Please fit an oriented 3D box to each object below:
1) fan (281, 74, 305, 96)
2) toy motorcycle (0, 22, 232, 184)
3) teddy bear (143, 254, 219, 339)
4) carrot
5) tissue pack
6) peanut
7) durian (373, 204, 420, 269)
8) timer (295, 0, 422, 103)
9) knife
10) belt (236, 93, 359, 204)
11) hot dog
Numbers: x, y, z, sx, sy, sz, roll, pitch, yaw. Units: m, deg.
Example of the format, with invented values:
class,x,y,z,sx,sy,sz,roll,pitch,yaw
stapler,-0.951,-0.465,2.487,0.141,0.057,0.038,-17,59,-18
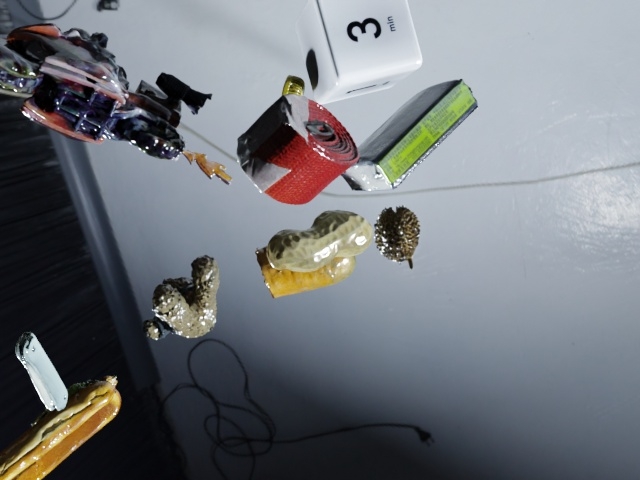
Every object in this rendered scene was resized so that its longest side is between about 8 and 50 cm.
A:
class,x,y,z,sx,sy,sz,roll,pitch,yaw
fan,-0.063,-0.308,1.322,0.039,0.082,0.155,15,153,3
toy motorcycle,-0.278,-0.198,0.844,0.400,0.207,0.134,24,119,-29
teddy bear,-0.255,0.123,1.097,0.129,0.182,0.251,57,160,-6
carrot,-0.049,0.076,2.097,0.340,0.224,0.224,-20,102,-6
tissue pack,0.261,-0.319,1.796,0.394,0.288,0.124,-45,108,-15
peanut,0.000,0.000,1.483,0.136,0.298,0.120,65,154,10
durian,0.208,-0.002,1.602,0.148,0.091,0.189,-26,89,33
timer,0.076,-0.420,1.235,0.194,0.194,0.193,-17,94,-12
knife,-0.406,0.198,0.846,0.023,0.044,0.162,4,134,5
belt,-0.035,-0.123,0.836,0.124,0.201,0.128,-39,83,22
hot dog,-0.609,0.442,1.350,0.100,0.337,0.135,33,151,30
